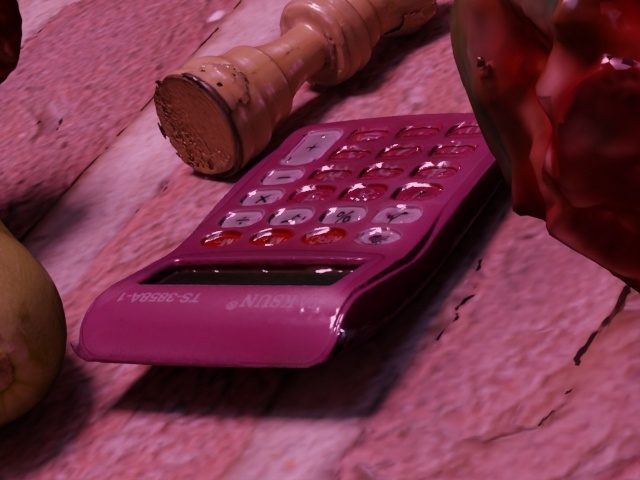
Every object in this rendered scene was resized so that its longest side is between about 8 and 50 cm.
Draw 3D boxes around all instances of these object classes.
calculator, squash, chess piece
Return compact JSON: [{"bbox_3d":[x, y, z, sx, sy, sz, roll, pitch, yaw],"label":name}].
[{"bbox_3d":[0.000,0.000,0.764,0.127,0.034,0.190,-2,27,34],"label":"calculator"},{"bbox_3d":[-0.163,0.012,0.814,0.083,0.083,0.250,-25,24,-7],"label":"squash"},{"bbox_3d":[-0.001,-0.096,0.915,0.060,0.060,0.172,11,39,46],"label":"chess piece"}]

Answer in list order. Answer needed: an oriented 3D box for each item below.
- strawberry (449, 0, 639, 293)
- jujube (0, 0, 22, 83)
[{"bbox_3d":[0.213,-0.115,0.606,0.345,0.295,0.317,9,26,-19],"label":"strawberry"},{"bbox_3d":[-0.253,-0.094,0.832,0.236,0.168,0.168,-14,21,-28],"label":"jujube"}]
